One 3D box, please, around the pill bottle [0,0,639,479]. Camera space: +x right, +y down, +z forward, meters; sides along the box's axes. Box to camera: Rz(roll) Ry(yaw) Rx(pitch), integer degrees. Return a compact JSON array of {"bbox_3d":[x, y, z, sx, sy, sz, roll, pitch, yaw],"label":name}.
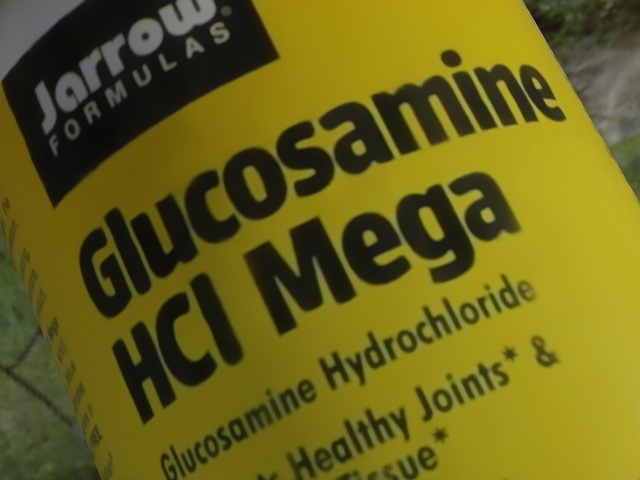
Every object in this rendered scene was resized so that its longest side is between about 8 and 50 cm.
[{"bbox_3d":[0.000,0.000,0.412,0.188,0.334,0.188,-24,163,-8],"label":"pill bottle"}]
